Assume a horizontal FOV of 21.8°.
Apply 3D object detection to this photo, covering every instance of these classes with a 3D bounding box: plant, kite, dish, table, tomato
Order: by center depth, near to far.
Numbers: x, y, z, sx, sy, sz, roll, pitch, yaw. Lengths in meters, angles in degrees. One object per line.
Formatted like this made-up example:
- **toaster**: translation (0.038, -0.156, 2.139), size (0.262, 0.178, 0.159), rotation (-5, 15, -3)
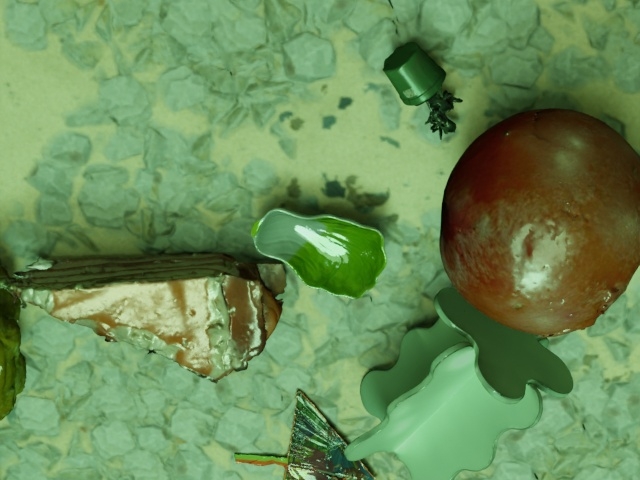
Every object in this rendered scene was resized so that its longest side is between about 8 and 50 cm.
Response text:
- **tomato**: translation (0.202, -0.021, 1.530), size (0.184, 0.208, 0.208), rotation (38, 116, -8)
- **plant**: translation (0.103, -0.138, 1.569), size (0.051, 0.051, 0.102), rotation (-30, 121, 20)
- **dish**: translation (0.000, 0.000, 1.659), size (0.137, 0.039, 0.091), rotation (20, 123, -3)
- **table**: translation (0.126, 0.158, 1.668), size (0.166, 0.166, 0.198), rotation (34, 124, -11)
- **kite**: translation (-0.016, 0.246, 1.807), size (0.159, 0.010, 0.190), rotation (12, 117, 2)

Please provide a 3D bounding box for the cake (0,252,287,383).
- **cake**: translation (-0.182, 0.070, 1.680), size (0.287, 0.098, 0.135), rotation (7, 121, -1)

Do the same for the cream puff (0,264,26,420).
- **cream puff**: translation (-0.414, 0.110, 1.677), size (0.244, 0.196, 0.244), rotation (3, 120, 5)
